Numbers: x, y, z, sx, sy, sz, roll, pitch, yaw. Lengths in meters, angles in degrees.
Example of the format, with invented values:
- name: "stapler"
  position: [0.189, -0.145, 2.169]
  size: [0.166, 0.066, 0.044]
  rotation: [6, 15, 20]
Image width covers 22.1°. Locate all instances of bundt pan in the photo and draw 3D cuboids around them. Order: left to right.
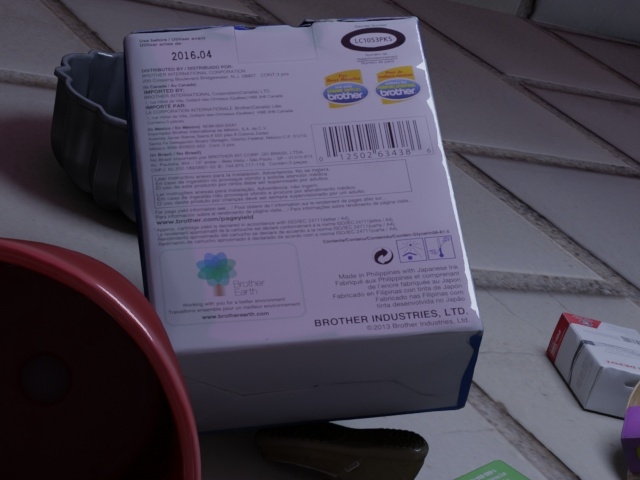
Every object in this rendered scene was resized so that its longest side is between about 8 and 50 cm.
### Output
- name: "bundt pan"
  position: [-0.157, -0.096, 1.855]
  size: [0.331, 0.124, 0.331]
  rotation: [19, 19, -7]

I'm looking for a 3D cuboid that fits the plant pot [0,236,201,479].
- name: "plant pot"
  position: [-0.199, 0.116, 1.054]
  size: [0.275, 0.275, 0.243]
  rotation: [20, 9, -2]

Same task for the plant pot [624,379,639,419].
- name: "plant pot"
  position: [0.418, 0.196, 1.613]
  size: [0.236, 0.032, 0.236]
  rotation: [-2, 42, 1]

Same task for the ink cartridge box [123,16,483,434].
- name: "ink cartridge box"
  position: [-0.028, -0.045, 1.425]
  size: [0.270, 0.151, 0.395]
  rotation: [-4, 59, -8]

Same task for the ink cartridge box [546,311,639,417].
- name: "ink cartridge box"
  position: [0.319, 0.141, 1.797]
  size: [0.099, 0.056, 0.135]
  rotation: [15, 19, -16]

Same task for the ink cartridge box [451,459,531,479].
- name: "ink cartridge box"
  position: [0.169, 0.288, 1.147]
  size: [0.273, 0.114, 0.198]
  rotation: [31, 22, 27]

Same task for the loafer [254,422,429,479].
- name: "loafer"
  position: [0.016, 0.184, 1.384]
  size: [0.148, 0.050, 0.056]
  rotation: [6, 15, 5]

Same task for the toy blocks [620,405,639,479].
- name: "toy blocks"
  position: [0.393, 0.260, 1.369]
  size: [0.289, 0.260, 0.309]
  rotation: [-2, 35, 27]
